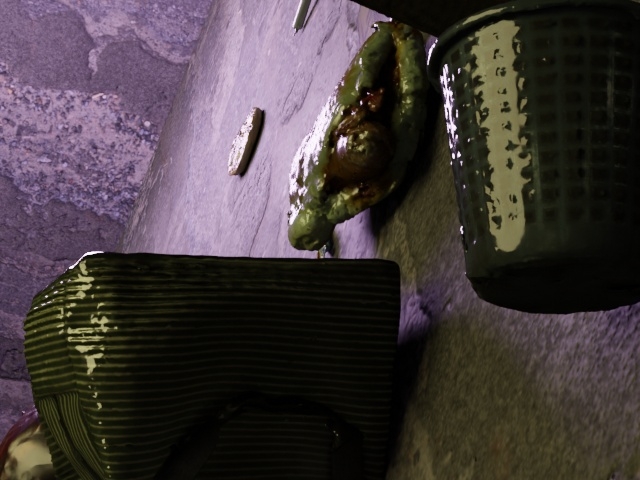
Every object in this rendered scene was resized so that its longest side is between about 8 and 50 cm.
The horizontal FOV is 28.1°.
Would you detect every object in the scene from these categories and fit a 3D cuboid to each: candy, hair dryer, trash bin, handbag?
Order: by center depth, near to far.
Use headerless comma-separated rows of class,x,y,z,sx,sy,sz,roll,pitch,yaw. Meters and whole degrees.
trash bin,0.152,-0.044,0.796,0.175,0.175,0.161,137,138,-62
handbag,-0.091,0.141,1.163,0.247,0.340,0.240,158,111,-65
candy,0.000,0.001,1.560,0.083,0.020,0.030,-101,34,-64
hair dryer,-0.026,-0.398,2.150,0.063,0.037,0.124,-88,14,-53

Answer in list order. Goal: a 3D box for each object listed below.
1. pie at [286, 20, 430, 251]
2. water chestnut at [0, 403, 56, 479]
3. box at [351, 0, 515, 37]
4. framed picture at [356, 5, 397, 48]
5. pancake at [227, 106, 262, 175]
pie,0.041,-0.118,1.418,0.274,0.105,0.257,125,166,-49
water chestnut,-0.236,0.339,1.586,0.302,0.350,0.351,8,-77,-62
box,0.067,-0.314,1.199,0.143,0.273,0.184,-102,34,-69
framed picture,0.094,-0.365,1.555,0.265,0.016,0.347,-92,14,-54
pancake,-0.137,-0.176,2.293,0.139,0.022,0.140,-161,90,-75
